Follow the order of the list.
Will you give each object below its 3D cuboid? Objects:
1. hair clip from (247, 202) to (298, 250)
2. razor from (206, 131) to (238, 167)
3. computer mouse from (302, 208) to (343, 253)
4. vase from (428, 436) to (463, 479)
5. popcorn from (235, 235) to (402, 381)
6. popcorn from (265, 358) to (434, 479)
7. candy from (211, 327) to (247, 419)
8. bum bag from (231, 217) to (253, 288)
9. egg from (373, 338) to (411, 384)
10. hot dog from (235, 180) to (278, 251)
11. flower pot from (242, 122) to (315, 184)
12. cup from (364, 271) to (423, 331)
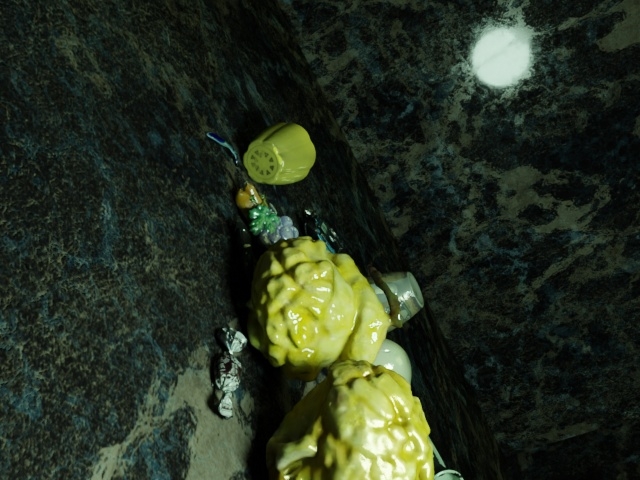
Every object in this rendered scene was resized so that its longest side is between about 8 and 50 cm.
[{"bbox_3d":[-0.122,-0.017,1.716,0.195,0.052,0.124,49,51,-12],"label":"hair clip"},{"bbox_3d":[-0.269,-0.264,1.789,0.154,0.028,0.044,43,29,-53],"label":"razor"},{"bbox_3d":[0.000,0.000,2.166,0.241,0.077,0.146,59,18,-12],"label":"computer mouse"},{"bbox_3d":[0.270,0.613,1.818,0.165,0.165,0.360,60,-10,-21],"label":"vase"},{"bbox_3d":[0.004,0.157,1.501,0.349,0.382,0.349,-1,90,-75],"label":"popcorn"},{"bbox_3d":[0.072,0.455,1.308,0.354,0.390,0.344,38,-10,20],"label":"popcorn"},{"bbox_3d":[-0.183,0.265,1.299,0.094,0.051,0.226,59,18,-30],"label":"candy"},{"bbox_3d":[-0.194,0.027,1.598,0.087,0.049,0.197,84,-5,-53],"label":"bum bag"},{"bbox_3d":[0.223,0.441,2.088,0.264,0.174,0.286,-91,156,-44],"label":"egg"},{"bbox_3d":[-0.155,-0.048,1.775,0.269,0.072,0.109,60,15,-24],"label":"hot dog"},{"bbox_3d":[-0.137,-0.253,1.940,0.195,0.195,0.179,64,30,-7],"label":"flower pot"},{"bbox_3d":[0.206,0.201,2.223,0.301,0.257,0.227,33,34,-58],"label":"cup"}]
